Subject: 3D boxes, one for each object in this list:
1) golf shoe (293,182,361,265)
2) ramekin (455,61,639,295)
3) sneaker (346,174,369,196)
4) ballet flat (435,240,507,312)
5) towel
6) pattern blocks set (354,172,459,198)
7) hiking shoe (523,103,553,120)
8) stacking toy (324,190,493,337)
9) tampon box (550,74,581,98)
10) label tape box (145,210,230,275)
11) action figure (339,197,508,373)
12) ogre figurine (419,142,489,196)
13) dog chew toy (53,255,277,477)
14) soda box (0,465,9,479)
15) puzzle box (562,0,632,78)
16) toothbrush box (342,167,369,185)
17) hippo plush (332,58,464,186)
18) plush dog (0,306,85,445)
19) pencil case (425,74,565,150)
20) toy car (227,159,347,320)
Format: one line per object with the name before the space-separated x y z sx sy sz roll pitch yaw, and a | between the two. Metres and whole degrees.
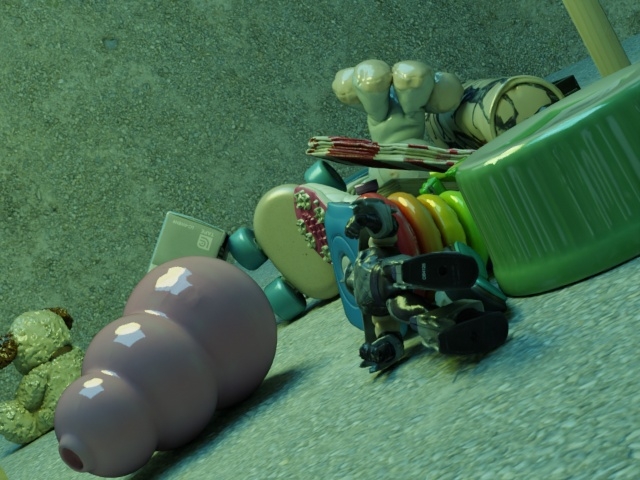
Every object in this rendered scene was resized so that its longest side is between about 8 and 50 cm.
golf shoe | 0.074 -0.018 1.749 0.140 0.115 0.306 -21 34 -28
ramekin | 0.296 -0.078 1.240 0.303 0.148 0.303 -29 5 3
sneaker | 0.140 -0.087 2.366 0.321 0.126 0.127 -19 4 -33
ballet flat | 0.155 0.057 1.229 0.074 0.074 0.203 -29 11 6
towel | 0.167 -0.135 1.865 0.329 0.037 0.237 6 0 21
pattern blocks set | 0.154 -0.084 2.111 0.285 0.026 0.325 -22 -15 36
hiking shoe | 0.374 -0.158 1.791 0.086 0.114 0.227 -31 5 -12
stacking toy | 0.168 -0.003 1.406 0.301 0.166 0.175 -15 10 -17
tampon box | 0.471 -0.264 2.371 0.120 0.101 0.161 -30 4 -9
label tape box | -0.260 0.136 1.986 0.249 0.115 0.348 116 171 -87
action figure | 0.077 0.047 1.173 0.099 0.185 0.285 -16 8 -18
ogre figurine | 0.254 -0.078 1.660 0.197 0.118 0.097 -34 11 -32
dog chew toy | -0.199 0.163 1.416 0.206 0.207 0.332 -24 15 45
soda box | -0.542 0.327 1.728 0.058 0.181 0.061 -27 6 24
puzzle box | 0.494 -0.335 1.986 0.052 0.272 0.409 -28 6 16
toothbrush box | 0.095 -0.092 2.650 0.216 0.126 0.295 -30 4 -5
hippo plush | 0.127 -0.201 2.213 0.234 0.237 0.294 11 -13 -21
plush dog | -0.542 0.246 2.271 0.210 0.225 0.262 -26 6 32
pencil case | 0.346 -0.233 2.263 0.160 0.183 0.410 -49 13 -5
toy car | 0.000 0.000 1.976 0.219 0.210 0.238 -40 -10 14
